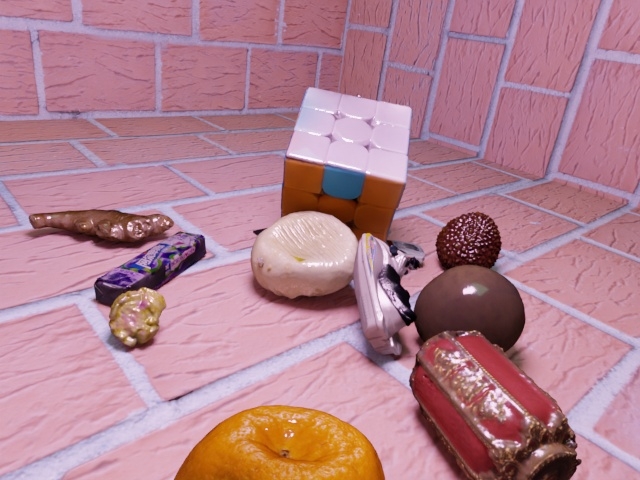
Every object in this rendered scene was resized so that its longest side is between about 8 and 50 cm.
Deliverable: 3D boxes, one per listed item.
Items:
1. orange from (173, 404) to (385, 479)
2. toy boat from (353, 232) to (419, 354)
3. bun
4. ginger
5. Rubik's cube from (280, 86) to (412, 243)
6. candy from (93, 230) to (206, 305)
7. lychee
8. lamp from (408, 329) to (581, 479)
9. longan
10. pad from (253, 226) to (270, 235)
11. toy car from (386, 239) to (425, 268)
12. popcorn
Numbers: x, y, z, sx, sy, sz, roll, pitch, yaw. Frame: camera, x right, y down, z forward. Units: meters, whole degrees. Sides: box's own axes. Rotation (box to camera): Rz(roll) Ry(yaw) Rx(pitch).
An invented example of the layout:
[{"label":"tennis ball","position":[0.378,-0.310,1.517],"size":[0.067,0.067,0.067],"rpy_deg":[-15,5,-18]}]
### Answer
[{"label":"orange","position":[-0.050,0.306,0.525],"size":[0.248,0.184,0.249],"rpy_deg":[3,6,0]},{"label":"toy boat","position":[0.136,0.093,0.987],"size":[0.140,0.141,0.270],"rpy_deg":[9,53,1]},{"label":"bun","position":[-0.038,0.042,1.127],"size":[0.259,0.160,0.259],"rpy_deg":[2,43,-2]},{"label":"ginger","position":[-0.558,-0.041,1.248],"size":[0.332,0.080,0.166],"rpy_deg":[2,10,3]},{"label":"Rubik's cube","position":[0.064,-0.180,1.256],"size":[0.290,0.292,0.291],"rpy_deg":[12,51,2]},{"label":"candy","position":[-0.378,0.056,1.103],"size":[0.088,0.061,0.312],"rpy_deg":[12,25,15]},{"label":"lychee","position":[0.412,0.008,1.316],"size":[0.187,0.188,0.188],"rpy_deg":[7,25,-3]},{"label":"lamp","position":[0.255,0.260,0.739],"size":[0.176,0.177,0.274],"rpy_deg":[-3,29,-22]},{"label":"longan","position":[0.301,0.146,0.963],"size":[0.220,0.197,0.197],"rpy_deg":[6,25,2]},{"label":"pad","position":[-0.025,-0.016,1.432],"size":[0.299,0.005,0.202],"rpy_deg":[-14,33,-40]},{"label":"toy car","position":[0.191,0.033,1.334],"size":[0.204,0.056,0.095],"rpy_deg":[5,26,-8]},{"label":"popcorn","position":[-0.346,0.140,0.898],"size":[0.096,0.109,0.089],"rpy_deg":[36,-19,-20]}]
